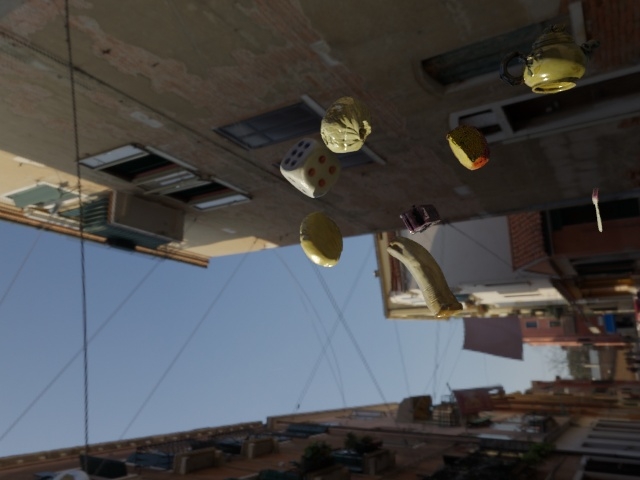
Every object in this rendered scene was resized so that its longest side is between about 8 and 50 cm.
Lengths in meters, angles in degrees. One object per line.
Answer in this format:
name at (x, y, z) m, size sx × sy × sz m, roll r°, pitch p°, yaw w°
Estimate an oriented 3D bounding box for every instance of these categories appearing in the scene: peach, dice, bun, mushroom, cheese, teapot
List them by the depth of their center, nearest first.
teapot at (0.664, -0.534, 1.427) m, size 0.173 × 0.269 × 0.183 m, roll -9°, pitch -82°, yaw -71°
peach at (0.462, -0.286, 1.493) m, size 0.127 × 0.092 × 0.172 m, roll 54°, pitch -176°, yaw -28°
mushroom at (0.369, 0.122, 1.737) m, size 0.351 × 0.122 × 0.095 m, roll 56°, pitch -167°, yaw 22°
bun at (0.113, -0.424, 1.850) m, size 0.220 × 0.134 × 0.221 m, roll -23°, pitch -48°, yaw -28°
cheese at (0.000, 0.000, 2.060) m, size 0.226 × 0.117 × 0.214 m, roll 41°, pitch -142°, yaw -32°
dice at (-0.040, -0.309, 2.084) m, size 0.191 × 0.194 × 0.193 m, roll 40°, pitch -94°, yaw -36°

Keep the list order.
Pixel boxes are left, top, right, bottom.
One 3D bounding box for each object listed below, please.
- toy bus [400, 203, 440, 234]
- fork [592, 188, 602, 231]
toy bus at (0.361, -0.082, 1.754) m, size 0.178 × 0.098 × 0.087 m, roll -11°, pitch -108°, yaw -60°
fork at (0.715, -0.078, 1.262) m, size 0.012 × 0.016 × 0.116 m, roll -13°, pitch -81°, yaw -17°
